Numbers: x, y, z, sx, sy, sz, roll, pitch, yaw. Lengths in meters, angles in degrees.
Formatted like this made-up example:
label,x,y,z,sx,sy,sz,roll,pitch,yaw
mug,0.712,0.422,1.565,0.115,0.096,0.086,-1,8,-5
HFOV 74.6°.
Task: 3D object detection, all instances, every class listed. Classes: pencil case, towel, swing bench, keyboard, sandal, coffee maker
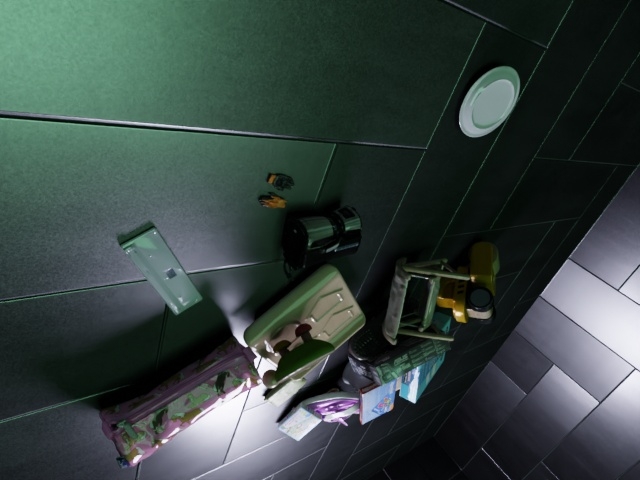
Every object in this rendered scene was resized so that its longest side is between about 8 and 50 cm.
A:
label,x,y,z,sx,sy,sz,roll,pitch,yaw
pencil case,-0.340,0.395,1.069,0.386,0.167,0.160,-27,107,-22
towel,-0.126,0.534,1.505,0.148,0.027,0.110,-40,142,-4
swing bench,0.339,0.201,1.447,0.254,0.165,0.253,3,110,-19
keyboard,-0.327,0.074,0.892,0.072,0.014,0.256,-36,143,-19
sandal,0.112,0.686,1.694,0.415,0.102,0.169,3,134,-16
coffee maker,0.000,0.000,1.058,0.178,0.120,0.171,-13,157,-33

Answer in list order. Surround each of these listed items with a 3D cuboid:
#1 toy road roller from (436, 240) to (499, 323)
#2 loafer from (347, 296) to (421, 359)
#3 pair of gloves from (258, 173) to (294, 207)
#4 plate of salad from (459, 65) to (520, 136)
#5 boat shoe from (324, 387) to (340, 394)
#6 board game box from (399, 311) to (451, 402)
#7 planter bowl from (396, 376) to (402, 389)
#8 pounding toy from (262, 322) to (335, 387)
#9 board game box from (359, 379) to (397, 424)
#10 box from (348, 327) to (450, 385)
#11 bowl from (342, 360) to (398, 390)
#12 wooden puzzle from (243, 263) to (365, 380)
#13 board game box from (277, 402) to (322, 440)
label,x,y,z,sx,sy,sz,roll,pitch,yaw
toy road roller,0.601,0.174,1.741,0.202,0.240,0.330,50,50,-53
loafer,0.239,0.325,1.591,0.365,0.134,0.130,-22,173,-26
pair of gloves,-0.097,-0.108,0.931,0.074,0.010,0.083,5,119,-44
plate of salad,0.461,-0.382,1.159,0.199,0.048,0.200,-16,134,-17
boat shoe,0.070,0.680,1.798,0.064,0.060,0.178,-41,143,-4
board game box,0.466,0.507,1.858,0.336,0.079,0.254,-29,128,-49
planter bowl,0.396,0.633,1.998,0.162,0.109,0.162,-21,157,-9
pounding toy,-0.074,0.316,1.188,0.182,0.110,0.237,-17,159,-37
board game box,0.215,0.601,1.589,0.145,0.027,0.281,-20,138,-14
box,0.289,0.420,1.578,0.307,0.077,0.242,-21,-178,-19
bowl,0.249,0.548,1.781,0.297,0.134,0.298,-26,139,-24
wooden puzzle,-0.040,0.250,1.279,0.322,0.080,0.348,-39,138,-7
board game box,-0.081,0.712,1.648,0.103,0.026,0.154,37,112,-13
